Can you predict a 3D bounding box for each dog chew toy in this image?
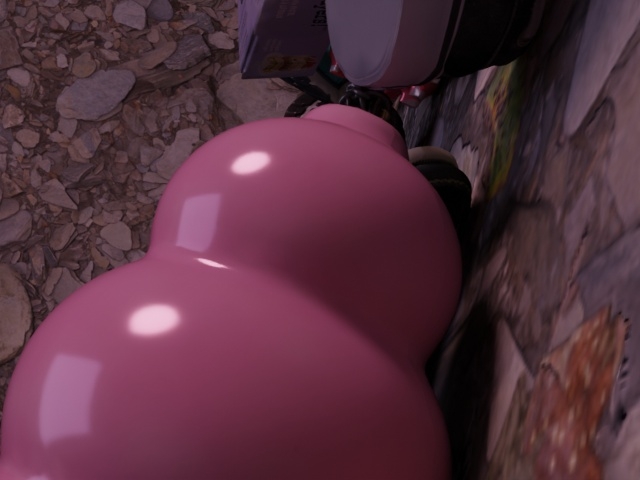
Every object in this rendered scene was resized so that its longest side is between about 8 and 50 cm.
[{"bbox_3d":[-0.042,0.100,0.400,0.206,0.206,0.332,119,174,-76],"label":"dog chew toy"}]

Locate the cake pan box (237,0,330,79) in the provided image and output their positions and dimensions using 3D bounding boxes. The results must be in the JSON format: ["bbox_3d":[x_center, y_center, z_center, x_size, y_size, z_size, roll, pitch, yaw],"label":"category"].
[{"bbox_3d":[-0.017,-0.270,0.711,0.267,0.070,0.246,132,134,-75],"label":"cake pan box"}]

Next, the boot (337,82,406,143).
[{"bbox_3d":[0.000,0.000,0.705,0.263,0.091,0.229,47,-122,-77],"label":"boot"}]

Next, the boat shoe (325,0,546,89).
[{"bbox_3d":[0.076,-0.196,0.390,0.113,0.105,0.306,-124,32,-47],"label":"boat shoe"}]

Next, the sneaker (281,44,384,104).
[{"bbox_3d":[0.012,-0.206,1.050,0.110,0.107,0.275,-63,-16,19],"label":"sneaker"}]

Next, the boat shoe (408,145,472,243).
[{"bbox_3d":[0.026,0.063,0.530,0.079,0.084,0.233,47,122,43],"label":"boat shoe"}]

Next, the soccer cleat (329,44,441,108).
[{"bbox_3d":[0.062,-0.152,0.706,0.248,0.083,0.095,-151,84,-84],"label":"soccer cleat"}]

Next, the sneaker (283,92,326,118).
[{"bbox_3d":[0.018,-0.127,1.240,0.300,0.111,0.121,-71,-12,-54],"label":"sneaker"}]
